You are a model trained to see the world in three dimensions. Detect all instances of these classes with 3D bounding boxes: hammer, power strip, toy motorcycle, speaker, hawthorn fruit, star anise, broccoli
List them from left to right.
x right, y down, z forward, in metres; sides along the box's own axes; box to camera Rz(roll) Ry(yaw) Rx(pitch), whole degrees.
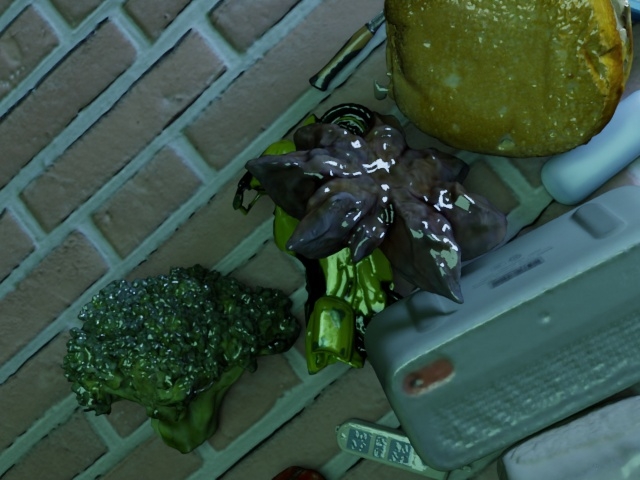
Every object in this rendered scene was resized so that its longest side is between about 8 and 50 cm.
[{"bbox_3d":[-0.185,0.158,1.449,0.288,0.248,0.246,15,131,7],"label":"broccoli"},{"bbox_3d":[-0.032,0.344,1.430,0.093,0.093,0.093,0,90,17],"label":"hawthorn fruit"},{"bbox_3d":[0.000,0.000,1.397,0.206,0.142,0.342,-11,85,17],"label":"toy motorcycle"},{"bbox_3d":[0.058,-0.279,1.442,0.201,0.021,0.078,-44,78,11],"label":"hammer"},{"bbox_3d":[0.065,-0.043,1.255,0.315,0.315,0.108,35,128,14],"label":"star anise"},{"bbox_3d":[0.106,0.276,1.419,0.191,0.030,0.048,13,94,17],"label":"power strip"},{"bbox_3d":[0.257,0.100,1.243,0.406,0.184,0.183,-27,101,4],"label":"speaker"}]

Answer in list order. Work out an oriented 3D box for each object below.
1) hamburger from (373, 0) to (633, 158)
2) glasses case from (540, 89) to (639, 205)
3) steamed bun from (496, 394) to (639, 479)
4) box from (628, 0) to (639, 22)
[{"bbox_3d":[0.212,-0.233,1.287,0.314,0.170,0.290,6,119,24],"label":"hamburger"},{"bbox_3d":[0.354,-0.115,1.337,0.178,0.045,0.067,-40,79,14],"label":"glasses case"},{"bbox_3d":[0.340,0.361,1.240,0.247,0.236,0.384,-20,105,4],"label":"steamed bun"},{"bbox_3d":[0.376,-0.348,1.318,0.194,0.073,0.139,21,95,16],"label":"box"}]
